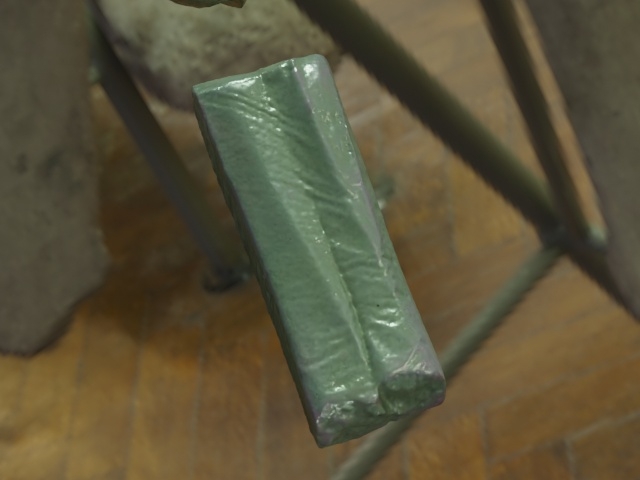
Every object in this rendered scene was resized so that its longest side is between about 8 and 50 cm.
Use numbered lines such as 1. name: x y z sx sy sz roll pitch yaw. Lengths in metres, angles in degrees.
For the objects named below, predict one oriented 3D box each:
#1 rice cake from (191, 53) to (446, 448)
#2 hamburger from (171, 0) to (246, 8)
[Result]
1. rice cake: 0.000 0.001 0.997 0.080 0.042 0.222 -14 62 -12
2. hamburger: -0.068 -0.122 0.522 0.133 0.140 0.062 32 88 28
